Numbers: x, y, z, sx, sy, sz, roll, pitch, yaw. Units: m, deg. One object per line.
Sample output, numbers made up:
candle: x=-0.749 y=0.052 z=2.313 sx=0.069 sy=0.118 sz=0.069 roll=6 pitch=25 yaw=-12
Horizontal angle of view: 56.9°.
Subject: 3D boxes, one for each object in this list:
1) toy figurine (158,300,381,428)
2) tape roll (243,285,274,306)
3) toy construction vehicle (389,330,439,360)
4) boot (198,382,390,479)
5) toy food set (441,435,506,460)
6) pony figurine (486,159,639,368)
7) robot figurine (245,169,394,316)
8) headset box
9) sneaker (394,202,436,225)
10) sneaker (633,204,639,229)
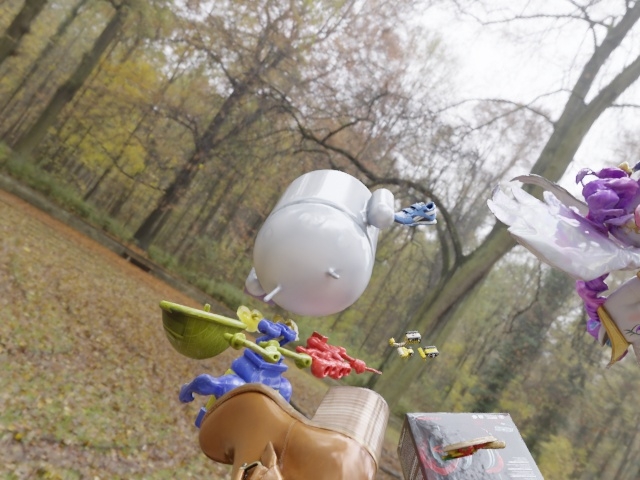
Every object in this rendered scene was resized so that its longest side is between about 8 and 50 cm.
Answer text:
toy figurine: x=-0.097 y=0.225 z=0.827 sx=0.191 sy=0.217 sz=0.362 roll=25 pitch=-1 yaw=33
tape roll: x=-0.106 y=0.055 z=1.397 sx=0.080 sy=0.189 sz=0.189 roll=25 pitch=-7 yaw=-1
toy construction vehicle: x=0.225 y=0.263 z=1.435 sx=0.098 sy=0.035 sz=0.086 roll=-5 pitch=34 yaw=-17
boot: x=-0.071 y=0.265 z=0.630 sx=0.283 sy=0.220 sz=0.109 roll=-10 pitch=-65 yaw=32
toy food set: x=0.216 y=0.297 z=0.845 sx=0.083 sy=0.020 sz=0.082 roll=3 pitch=-27 yaw=-33
pony figurine: x=0.446 y=-0.020 z=0.835 sx=0.351 sy=0.363 sz=0.302 roll=47 pitch=34 yaw=11
robot figurine: x=0.000 y=0.000 z=1.038 sx=0.200 sy=0.299 sz=0.353 roll=52 pitch=23 yaw=-14
headset box: x=0.277 y=0.447 z=1.045 sx=0.218 sy=0.110 sz=0.293 roll=3 pitch=27 yaw=-7
sneaker: x=0.248 y=-0.073 z=1.576 sx=0.144 sy=0.059 sz=0.053 roll=-5 pitch=23 yaw=-29
sneaker: x=0.413 y=-0.010 z=0.608 sx=0.178 sy=0.072 sz=0.077 roll=38 pitch=-28 yaw=36
